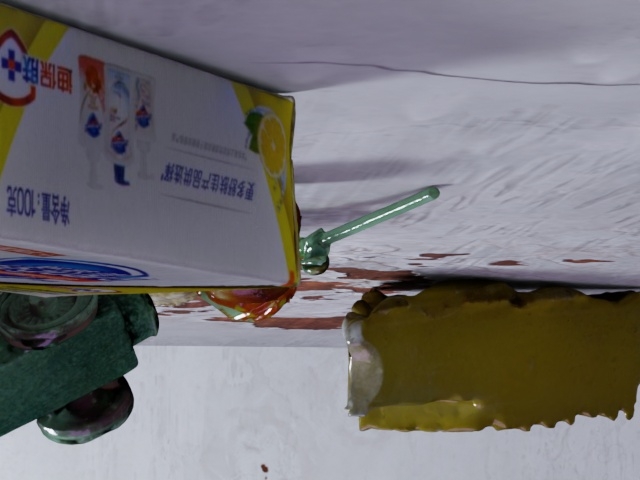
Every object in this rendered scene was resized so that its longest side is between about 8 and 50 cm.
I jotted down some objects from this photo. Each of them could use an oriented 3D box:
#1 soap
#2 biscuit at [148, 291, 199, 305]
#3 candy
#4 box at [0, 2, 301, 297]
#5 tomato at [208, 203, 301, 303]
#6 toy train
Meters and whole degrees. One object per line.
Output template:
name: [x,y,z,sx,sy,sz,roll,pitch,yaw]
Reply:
soap: [0.204,0.123,1.986,0.339,0.169,0.304,-1,-176,6]
biscuit: [-0.215,0.037,1.779,0.188,0.040,0.265,-3,172,24]
candy: [0.001,0.001,1.377,0.084,0.078,0.288,8,163,-34]
box: [-0.141,-0.033,0.847,0.168,0.097,0.265,-3,173,27]
tomato: [-0.051,0.001,1.229,0.075,0.087,0.087,2,174,4]
toy train: [-0.293,0.095,1.543,0.304,0.150,0.221,-25,-145,-17]
